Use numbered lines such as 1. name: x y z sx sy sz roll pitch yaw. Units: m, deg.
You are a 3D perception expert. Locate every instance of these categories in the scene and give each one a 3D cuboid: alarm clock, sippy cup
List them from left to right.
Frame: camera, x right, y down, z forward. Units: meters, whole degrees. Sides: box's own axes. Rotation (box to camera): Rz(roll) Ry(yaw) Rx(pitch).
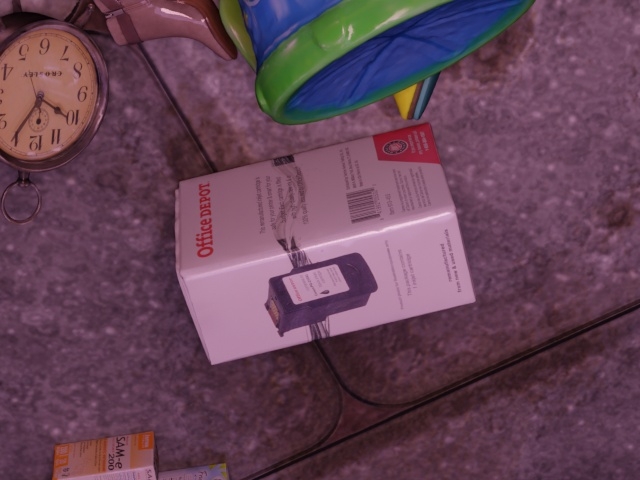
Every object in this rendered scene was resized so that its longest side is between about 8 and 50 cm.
1. alarm clock: -0.248 -0.107 1.548 0.129 0.064 0.192 -5 106 -42
2. sippy cup: 0.020 -0.240 1.423 0.305 0.240 0.224 -28 82 20

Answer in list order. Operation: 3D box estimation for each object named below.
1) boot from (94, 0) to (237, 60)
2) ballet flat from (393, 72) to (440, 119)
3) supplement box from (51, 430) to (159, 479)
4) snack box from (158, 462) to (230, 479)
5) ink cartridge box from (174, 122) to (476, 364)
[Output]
1. boot: -0.135 -0.187 1.563 0.087 0.042 0.118 -24 117 15
2. ballet flat: 0.093 -0.216 1.554 0.077 0.077 0.231 25 113 6
3. supplement box: -0.205 0.220 1.764 0.098 0.062 0.036 -8 118 -1
4. snack box: -0.179 0.315 1.808 0.207 0.070 0.174 -9 125 -1
5. ink cartridge box: 0.000 0.000 1.598 0.237 0.172 0.100 -13 119 2
